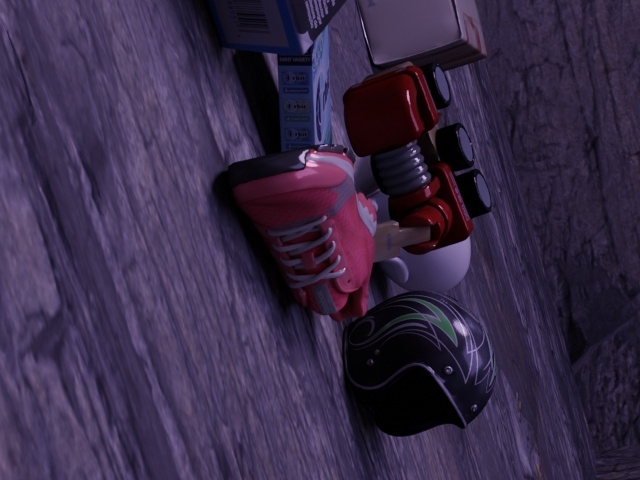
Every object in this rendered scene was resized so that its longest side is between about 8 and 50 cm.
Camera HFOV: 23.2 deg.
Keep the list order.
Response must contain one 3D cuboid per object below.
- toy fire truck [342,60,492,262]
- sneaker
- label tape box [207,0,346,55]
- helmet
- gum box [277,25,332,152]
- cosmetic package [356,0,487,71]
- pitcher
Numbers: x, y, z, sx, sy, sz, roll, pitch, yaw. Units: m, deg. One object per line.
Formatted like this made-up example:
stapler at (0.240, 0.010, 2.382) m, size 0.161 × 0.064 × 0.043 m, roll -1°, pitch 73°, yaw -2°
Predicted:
toy fire truck at (0.077, -0.070, 1.798) m, size 0.217 × 0.158 × 0.246 m, roll 68°, pitch 21°, yaw -13°
sneaker at (0.001, 0.000, 1.547) m, size 0.314 × 0.116 × 0.136 m, roll 41°, pitch 39°, yaw -67°
label tape box at (-0.013, -0.383, 1.583) m, size 0.334 × 0.106 × 0.241 m, roll -55°, pitch 141°, yaw -38°
helmet at (0.120, 0.140, 1.789) m, size 0.169 × 0.161 × 0.169 m, roll -14°, pitch 90°, yaw -76°
gum box at (-0.016, -0.158, 1.688) m, size 0.157 × 0.041 × 0.184 m, roll -77°, pitch 166°, yaw -62°
cosmetic package at (0.166, -0.345, 2.483) m, size 0.296 × 0.153 × 0.129 m, roll -3°, pitch 79°, yaw -75°
pitcher at (0.102, -0.008, 2.000) m, size 0.207 × 0.125 × 0.178 m, roll 54°, pitch 44°, yaw -33°
